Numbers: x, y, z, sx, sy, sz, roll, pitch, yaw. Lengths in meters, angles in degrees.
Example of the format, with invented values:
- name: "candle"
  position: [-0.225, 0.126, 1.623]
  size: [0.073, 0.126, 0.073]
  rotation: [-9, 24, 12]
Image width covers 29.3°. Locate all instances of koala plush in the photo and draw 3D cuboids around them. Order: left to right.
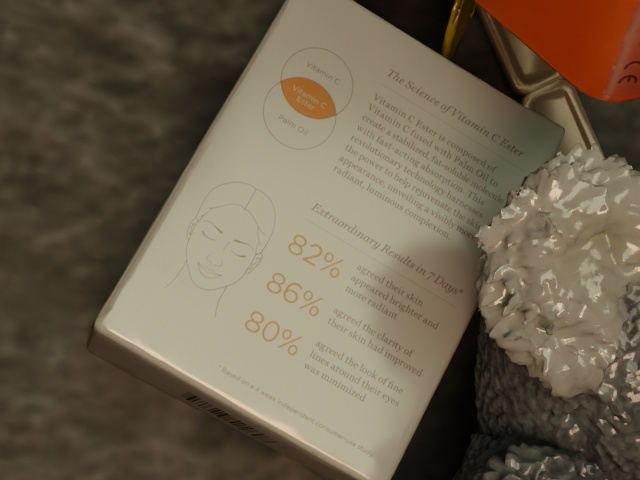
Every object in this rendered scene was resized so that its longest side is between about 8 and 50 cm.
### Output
- name: "koala plush"
  position: [0.106, 0.081, 0.453]
  size: [0.203, 0.196, 0.221]
  rotation: [2, 88, 29]

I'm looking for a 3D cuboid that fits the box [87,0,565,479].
- name: "box"
  position: [0.000, 0.000, 0.520]
  size: [0.130, 0.091, 0.170]
  rotation: [31, 75, -6]

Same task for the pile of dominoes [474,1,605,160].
- name: "pile of dominoes"
  position: [0.175, -0.113, 0.616]
  size: [0.196, 0.040, 0.251]
  rotation: [-23, 92, -10]

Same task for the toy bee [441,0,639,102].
- name: "toy bee"
  position: [0.058, -0.186, 0.501]
  size: [0.162, 0.195, 0.298]
  rotation: [-34, 82, -33]
